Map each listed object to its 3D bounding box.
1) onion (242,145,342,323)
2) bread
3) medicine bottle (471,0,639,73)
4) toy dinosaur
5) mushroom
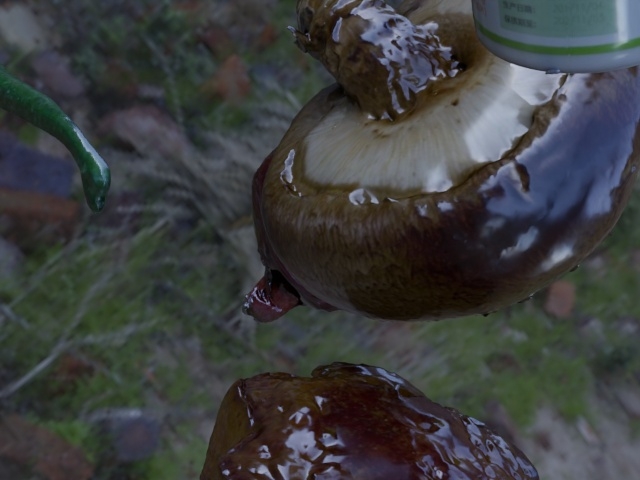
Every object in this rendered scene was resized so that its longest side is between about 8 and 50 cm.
[{"bbox_3d":[0.005,-0.006,1.314,0.173,0.198,0.135,45,31,-3],"label":"onion"},{"bbox_3d":[0.027,0.173,0.930,0.232,0.135,0.247,10,29,-33],"label":"bread"},{"bbox_3d":[0.084,-0.153,0.478,0.086,0.086,0.183,-91,172,-58],"label":"medicine bottle"},{"bbox_3d":[-0.284,-0.199,1.082,0.087,0.301,0.447,-19,87,-28],"label":"toy dinosaur"},{"bbox_3d":[0.090,-0.075,1.009,0.278,0.297,0.163,45,-8,31],"label":"mushroom"}]
